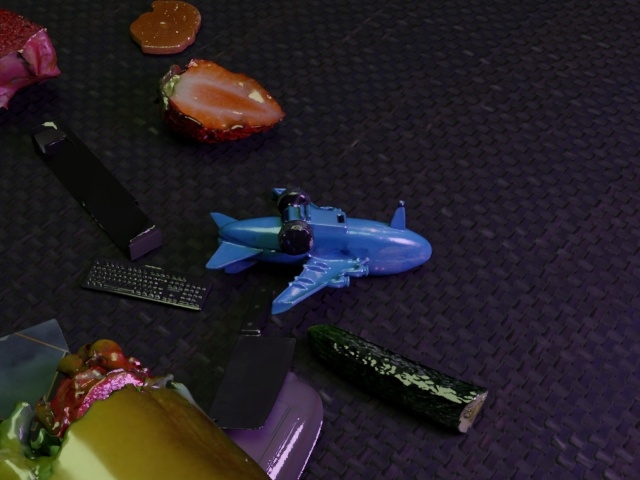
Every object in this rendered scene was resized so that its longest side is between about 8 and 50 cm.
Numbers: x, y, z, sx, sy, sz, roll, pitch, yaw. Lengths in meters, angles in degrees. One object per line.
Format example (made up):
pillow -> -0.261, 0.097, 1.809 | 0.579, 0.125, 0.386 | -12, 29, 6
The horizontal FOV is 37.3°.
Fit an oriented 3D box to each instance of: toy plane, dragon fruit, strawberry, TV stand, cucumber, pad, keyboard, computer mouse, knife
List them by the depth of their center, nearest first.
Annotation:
computer mouse -> -0.083, 0.230, 0.962 | 0.120, 0.057, 0.232 | 14, 47, 20
dragon fruit -> -0.221, 0.175, 0.966 | 0.150, 0.133, 0.207 | -46, 38, 15
pad -> -0.381, 0.184, 1.029 | 0.243, 0.004, 0.163 | -21, 52, -19
knife -> -0.065, 0.124, 1.038 | 0.072, 0.019, 0.245 | 0, 32, 9
cucumber -> 0.076, 0.146, 1.048 | 0.215, 0.052, 0.058 | 23, 60, 18
toy plane -> 0.000, 0.000, 1.146 | 0.271, 0.105, 0.254 | -3, 33, -2
keyboard -> -0.211, 0.052, 1.149 | 0.155, 0.010, 0.053 | 10, 48, 7
TV stand -> -0.295, -0.070, 1.233 | 0.049, 0.040, 0.256 | -30, 56, -25
strawberry -> -0.140, -0.185, 1.319 | 0.187, 0.082, 0.146 | 14, 54, 2
dragon fruit -> -0.494, -0.246, 1.339 | 0.274, 0.126, 0.161 | 26, 62, 31

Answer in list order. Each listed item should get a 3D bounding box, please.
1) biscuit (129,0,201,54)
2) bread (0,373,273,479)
biscuit -> -0.241, -0.332, 1.483 | 0.102, 0.019, 0.130 | 14, 49, 10
bread -> -0.099, 0.281, 0.755 | 0.376, 0.251, 0.208 | 44, 57, 11
